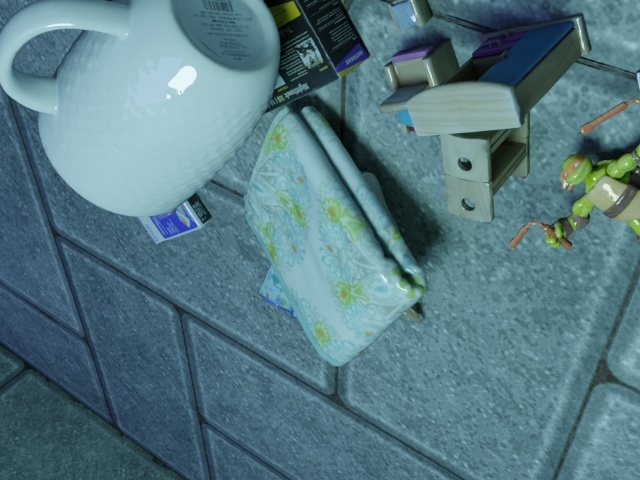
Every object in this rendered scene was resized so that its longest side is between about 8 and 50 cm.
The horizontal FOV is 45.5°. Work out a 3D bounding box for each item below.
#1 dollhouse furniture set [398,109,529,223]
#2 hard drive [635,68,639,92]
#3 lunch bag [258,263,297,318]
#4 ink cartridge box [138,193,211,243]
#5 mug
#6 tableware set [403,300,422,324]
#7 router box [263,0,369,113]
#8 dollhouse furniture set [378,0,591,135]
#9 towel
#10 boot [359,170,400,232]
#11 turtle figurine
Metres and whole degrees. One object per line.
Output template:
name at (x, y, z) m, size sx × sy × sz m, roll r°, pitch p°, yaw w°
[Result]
dollhouse furniture set at (0.175, -0.126, 1.049) m, size 0.183 × 0.129 × 0.129 m, roll 16°, pitch 134°, yaw 34°
hard drive at (0.456, -0.102, 0.808) m, size 0.171 × 0.054 × 0.255 m, roll -22°, pitch 107°, yaw 26°
lunch bag at (-0.031, 0.085, 1.490) m, size 0.151 × 0.096 × 0.129 m, roll 29°, pitch 140°, yaw 0°
ink cartridge box at (-0.357, -0.102, 1.673) m, size 0.208 × 0.045 × 0.206 m, roll -16°, pitch 112°, yaw 48°
mug at (-0.252, -0.227, 1.060) m, size 0.328 × 0.374 × 0.276 m, roll -32°, pitch 59°, yaw 46°
tableware set at (0.113, 0.092, 1.365) m, size 0.168 × 0.020 × 0.141 m, roll 21°, pitch 157°, yaw 36°
router box at (-0.103, -0.326, 1.182) m, size 0.308 × 0.081 × 0.243 m, roll -12°, pitch 114°, yaw 49°
dollhouse furniture set at (0.130, -0.301, 0.876) m, size 0.286 × 0.198 × 0.304 m, roll 1°, pitch 124°, yaw 44°
towel at (0.000, 0.000, 1.279) m, size 0.375 × 0.090 × 0.320 m, roll 58°, pitch 152°, yaw 15°
boot at (0.075, -0.037, 1.299) m, size 0.086 × 0.069 × 0.190 m, roll 17°, pitch 132°, yaw 51°
turtle figurine at (0.378, -0.042, 0.961) m, size 0.217 × 0.087 × 0.270 m, roll 34°, pitch 132°, yaw 3°
